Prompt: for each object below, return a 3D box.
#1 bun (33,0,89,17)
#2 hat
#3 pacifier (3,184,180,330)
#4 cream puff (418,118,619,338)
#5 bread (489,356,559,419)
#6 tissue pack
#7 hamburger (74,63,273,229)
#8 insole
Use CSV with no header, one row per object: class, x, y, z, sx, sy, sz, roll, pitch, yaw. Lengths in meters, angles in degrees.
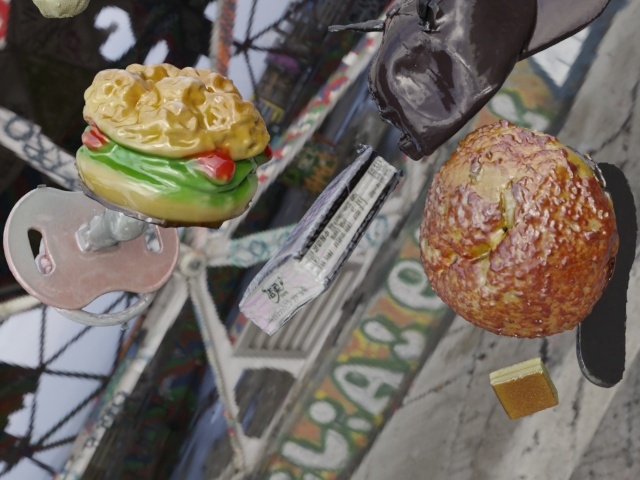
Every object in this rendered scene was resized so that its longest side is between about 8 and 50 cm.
bun,-0.380,-0.352,1.350,0.086,0.086,0.054,-82,-6,-64
hat,0.165,-0.282,1.116,0.336,0.209,0.238,-42,17,-3
pacifier,-0.396,-0.006,1.662,0.220,0.332,0.273,43,131,37
cream puff,0.202,-0.009,0.995,0.240,0.164,0.240,5,96,60
bread,0.331,0.242,1.497,0.090,0.094,0.035,-21,34,17
tissue pack,0.000,0.000,1.833,0.259,0.122,0.361,-47,7,48
hamburger,-0.163,-0.124,1.067,0.237,0.237,0.149,-85,9,-67
insole,0.348,0.033,1.128,0.012,0.110,0.309,-30,43,51
